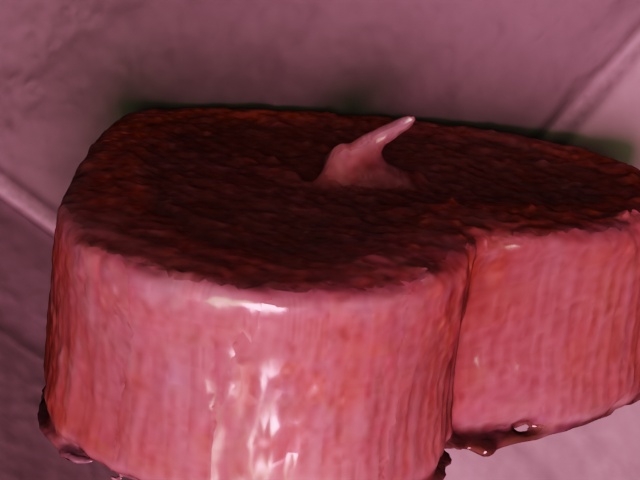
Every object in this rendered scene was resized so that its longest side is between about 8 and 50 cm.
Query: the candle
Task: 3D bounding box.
[{"bbox_3d":[0.000,0.000,0.847,0.317,0.287,0.131,-10,113,-38],"label":"candle"}]
